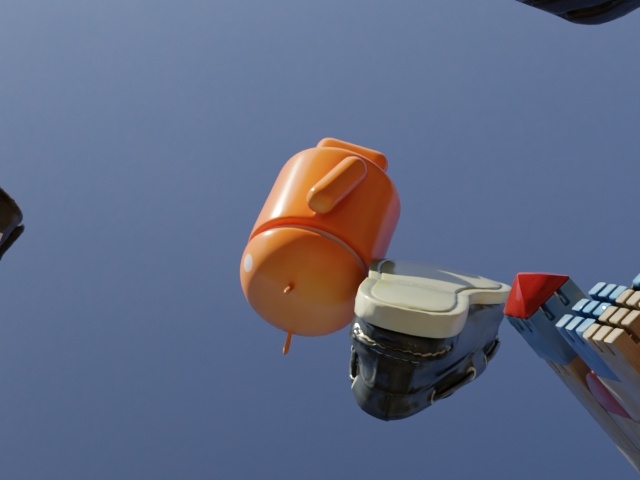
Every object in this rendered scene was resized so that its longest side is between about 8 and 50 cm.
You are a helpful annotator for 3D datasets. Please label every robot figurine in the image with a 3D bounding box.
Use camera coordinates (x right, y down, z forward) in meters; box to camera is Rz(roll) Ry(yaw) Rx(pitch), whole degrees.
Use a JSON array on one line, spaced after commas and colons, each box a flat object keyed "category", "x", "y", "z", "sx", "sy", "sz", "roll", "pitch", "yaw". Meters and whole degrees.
[{"category": "robot figurine", "x": 0.000, "y": -0.001, "z": 1.557, "sx": 0.128, "sy": 0.158, "sz": 0.219, "roll": 43, "pitch": -135, "yaw": -22}]

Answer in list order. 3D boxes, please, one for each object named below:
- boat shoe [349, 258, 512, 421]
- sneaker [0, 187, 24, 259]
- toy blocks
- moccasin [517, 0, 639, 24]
[{"category": "boat shoe", "x": 0.091, "y": 0.087, "z": 1.432, "sx": 0.127, "sy": 0.340, "sz": 0.113, "roll": 12, "pitch": -83, "yaw": 7}, {"category": "sneaker", "x": -0.349, "y": 0.060, "z": 1.373, "sx": 0.257, "sy": 0.169, "sz": 0.447, "roll": -40, "pitch": -137, "yaw": -4}, {"category": "toy blocks", "x": 0.284, "y": 0.112, "z": 1.176, "sx": 0.191, "sy": 0.381, "sz": 0.261, "roll": -43, "pitch": -76, "yaw": -10}, {"category": "moccasin", "x": 0.096, "y": -0.262, "z": 1.126, "sx": 0.380, "sy": 0.139, "sz": 0.147, "roll": 8, "pitch": -117, "yaw": -36}]
